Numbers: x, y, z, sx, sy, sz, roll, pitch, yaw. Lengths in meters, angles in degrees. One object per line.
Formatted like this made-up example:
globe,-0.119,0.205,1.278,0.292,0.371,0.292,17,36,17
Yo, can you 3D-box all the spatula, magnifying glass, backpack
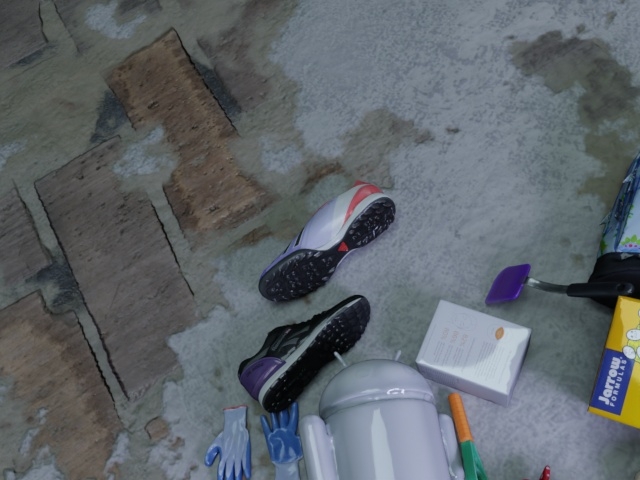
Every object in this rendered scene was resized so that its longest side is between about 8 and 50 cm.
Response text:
spatula,0.414,0.081,1.387,0.297,0.030,0.084,1,55,50
magnifying glass,0.258,0.369,1.346,0.026,0.092,0.230,-26,50,15
backpack,0.656,-0.053,1.388,0.290,0.273,0.355,15,57,25

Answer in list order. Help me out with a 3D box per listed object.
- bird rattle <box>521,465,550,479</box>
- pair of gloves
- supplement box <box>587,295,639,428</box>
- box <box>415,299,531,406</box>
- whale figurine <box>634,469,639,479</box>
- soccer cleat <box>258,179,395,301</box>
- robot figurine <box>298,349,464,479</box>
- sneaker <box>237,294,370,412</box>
bird rattle,0.379,0.478,1.214,0.254,0.143,0.206,0,92,48
pair of gloves,-0.117,0.376,1.449,0.198,0.023,0.159,-6,63,8
supplement box,0.624,0.229,1.226,0.357,0.195,0.194,15,86,24
box,0.274,0.202,1.412,0.171,0.091,0.130,18,69,20
whale figurine,0.566,0.455,1.224,0.272,0.141,0.216,-42,60,18
soccer cleat,0.000,0.000,1.574,0.318,0.108,0.116,-38,43,-6
robot figurine,0.105,0.350,1.313,0.300,0.200,0.353,8,59,-29
sneaker,-0.036,0.183,1.483,0.283,0.107,0.124,-40,48,-16
